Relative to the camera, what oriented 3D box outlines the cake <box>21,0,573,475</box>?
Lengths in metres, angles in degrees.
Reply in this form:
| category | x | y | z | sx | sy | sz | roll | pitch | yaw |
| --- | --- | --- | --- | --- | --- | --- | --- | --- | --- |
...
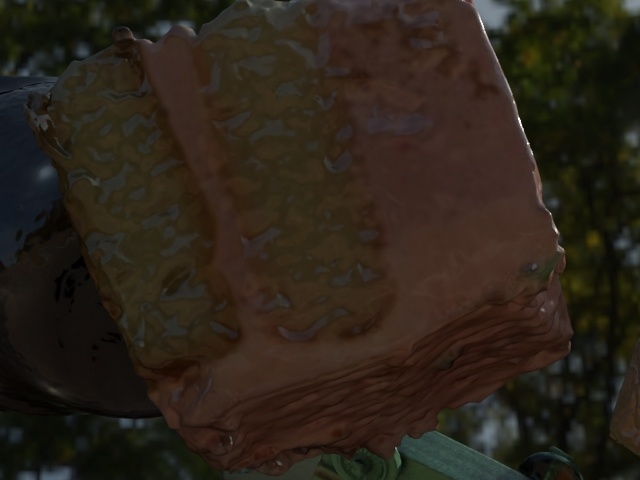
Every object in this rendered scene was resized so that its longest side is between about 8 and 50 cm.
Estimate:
| category | x | y | z | sx | sy | sz | roll | pitch | yaw |
| --- | --- | --- | --- | --- | --- | --- | --- | --- | --- |
| cake | 0.000 | 0.000 | 1.390 | 0.306 | 0.293 | 0.314 | -23 | -16 | -2 |

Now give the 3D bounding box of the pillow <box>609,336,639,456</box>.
| category | x | y | z | sx | sy | sz | roll | pitch | yaw |
| --- | --- | --- | --- | --- | --- | --- | --- | --- | --- |
| pillow | 0.338 | 0.162 | 1.737 | 0.043 | 0.232 | 0.126 | 13 | -77 | -33 |

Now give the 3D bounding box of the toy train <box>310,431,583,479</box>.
| category | x | y | z | sx | sy | sz | roll | pitch | yaw |
| --- | --- | --- | --- | --- | --- | --- | --- | --- | --- |
| toy train | 0.110 | 0.247 | 1.809 | 0.285 | 0.116 | 0.177 | 25 | -55 | 10 |

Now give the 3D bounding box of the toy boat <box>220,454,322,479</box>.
| category | x | y | z | sx | sy | sz | roll | pitch | yaw |
| --- | --- | --- | --- | --- | --- | --- | --- | --- | --- |
| toy boat | -0.016 | 0.247 | 2.220 | 0.207 | 0.079 | 0.134 | 25 | -48 | -31 |

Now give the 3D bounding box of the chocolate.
| category | x | y | z | sx | sy | sz | roll | pitch | yaw |
| --- | --- | --- | --- | --- | --- | --- | --- | --- | --- |
| chocolate | -0.206 | 0.012 | 2.014 | 0.331 | 0.384 | 0.383 | 4 | -23 | 42 |
